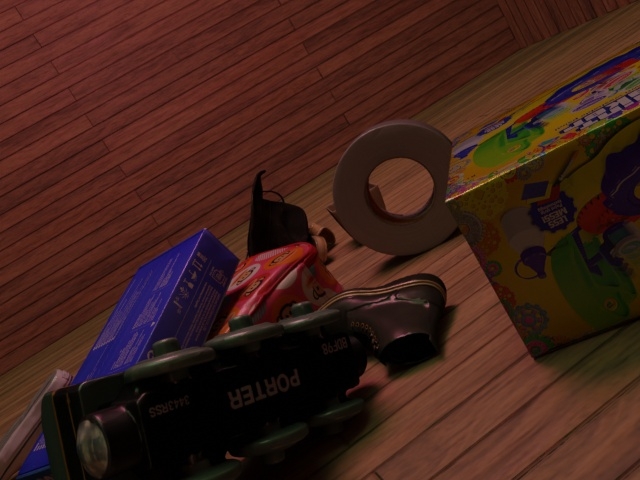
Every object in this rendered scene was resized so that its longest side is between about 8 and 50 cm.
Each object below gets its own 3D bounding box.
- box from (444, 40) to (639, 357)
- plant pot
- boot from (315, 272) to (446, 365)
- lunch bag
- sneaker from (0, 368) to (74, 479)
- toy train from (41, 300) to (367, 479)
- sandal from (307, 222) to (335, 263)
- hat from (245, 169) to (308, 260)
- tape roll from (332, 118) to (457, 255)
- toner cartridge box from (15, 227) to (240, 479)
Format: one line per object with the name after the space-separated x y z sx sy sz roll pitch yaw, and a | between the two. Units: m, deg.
0.299 -0.068 0.639 0.290 0.177 0.279 -27 12 20 | box
0.088 -0.053 1.351 0.109 0.096 0.109 -32 11 -2 | plant pot
0.054 0.114 0.766 0.198 0.076 0.137 -28 16 22 | boot
-0.128 0.134 0.965 0.258 0.120 0.293 -14 27 50 | lunch bag
-0.510 0.360 1.141 0.258 0.091 0.094 -54 21 -10 | sneaker
-0.101 0.154 0.629 0.190 0.142 0.334 -20 -7 39 | toy train
0.000 0.006 1.447 0.079 0.088 0.240 -1 12 -15 | sandal
-0.095 0.002 1.394 0.134 0.331 0.331 9 10 -5 | hat
0.132 -0.088 1.059 0.219 0.219 0.072 -28 10 16 | tape roll
-0.230 0.148 0.816 0.165 0.075 0.347 -28 30 35 | toner cartridge box
